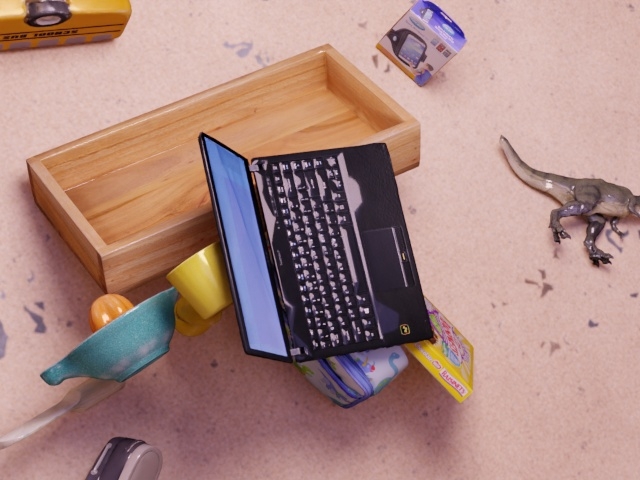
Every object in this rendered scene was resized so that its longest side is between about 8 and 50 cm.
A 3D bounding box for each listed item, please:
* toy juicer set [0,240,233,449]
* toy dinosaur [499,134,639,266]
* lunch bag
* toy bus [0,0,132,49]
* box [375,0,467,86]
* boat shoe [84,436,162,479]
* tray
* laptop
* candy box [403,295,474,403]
[{"bbox_3d":[-0.201,0.094,1.621,0.329,0.209,0.089,-35,87,17],"label":"toy juicer set"},{"bbox_3d":[0.344,-0.041,1.942,0.268,0.064,0.118,18,65,-11],"label":"toy dinosaur"},{"bbox_3d":[-0.003,0.089,1.724,0.090,0.176,0.219,-40,92,-18],"label":"lunch bag"},{"bbox_3d":[-0.391,-0.282,1.715,0.332,0.130,0.108,-9,80,-20],"label":"toy bus"},{"bbox_3d":[0.129,-0.251,1.878,0.081,0.136,0.028,41,68,-4],"label":"box"},{"bbox_3d":[-0.253,0.310,1.659,0.065,0.075,0.206,20,71,33],"label":"boat shoe"},{"bbox_3d":[-0.109,-0.089,1.736,0.411,0.076,0.203,-24,46,-22],"label":"tray"},{"bbox_3d":[0.000,0.000,1.571,0.264,0.136,0.234,-8,78,-22],"label":"laptop"},{"bbox_3d":[0.139,0.122,1.762,0.027,0.206,0.105,-41,94,11],"label":"candy box"}]
